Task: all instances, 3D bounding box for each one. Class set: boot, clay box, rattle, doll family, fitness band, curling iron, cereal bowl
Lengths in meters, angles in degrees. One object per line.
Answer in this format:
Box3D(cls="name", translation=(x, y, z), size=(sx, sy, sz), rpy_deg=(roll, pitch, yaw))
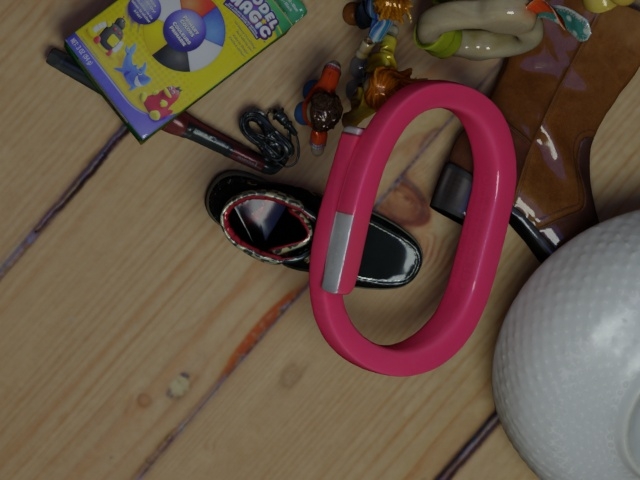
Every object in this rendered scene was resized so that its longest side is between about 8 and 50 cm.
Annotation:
Box3D(cls="boot", translation=(-0.002, 0.001, 1.765), size=(0.236, 0.178, 0.085), rpy_deg=(21, 95, -7))
Box3D(cls="clay box", translation=(-0.130, -0.213, 1.769), size=(0.222, 0.053, 0.127), rpy_deg=(-39, 93, -8))
Box3D(cls="rattle", translation=(0.182, -0.251, 1.732), size=(0.130, 0.199, 0.143), rpy_deg=(26, 69, -21))
Box3D(cls="doll family", translation=(0.050, -0.209, 1.749), size=(0.118, 0.163, 0.263), rpy_deg=(6, 97, -7))
Box3D(cls="fitness band", translation=(0.091, -0.012, 1.710), size=(0.209, 0.054, 0.291), rpy_deg=(13, 93, -41))
Box3D(cls="boot", translation=(0.282, -0.105, 1.844), size=(0.264, 0.096, 0.280), rpy_deg=(27, 87, -1))
Box3D(cls="curling iron", translation=(-0.148, -0.137, 1.806), size=(0.274, 0.035, 0.068), rpy_deg=(20, 83, -6))
Box3D(cls="cereal bowl", translation=(0.351, 0.144, 1.788), size=(0.339, 0.141, 0.339), rpy_deg=(-8, 119, -14))

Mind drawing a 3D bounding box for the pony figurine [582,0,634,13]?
Box3D(cls="pony figurine", translation=(0.251, -0.404, 1.685), size=(0.303, 0.351, 0.363), rpy_deg=(-25, 118, 2))
